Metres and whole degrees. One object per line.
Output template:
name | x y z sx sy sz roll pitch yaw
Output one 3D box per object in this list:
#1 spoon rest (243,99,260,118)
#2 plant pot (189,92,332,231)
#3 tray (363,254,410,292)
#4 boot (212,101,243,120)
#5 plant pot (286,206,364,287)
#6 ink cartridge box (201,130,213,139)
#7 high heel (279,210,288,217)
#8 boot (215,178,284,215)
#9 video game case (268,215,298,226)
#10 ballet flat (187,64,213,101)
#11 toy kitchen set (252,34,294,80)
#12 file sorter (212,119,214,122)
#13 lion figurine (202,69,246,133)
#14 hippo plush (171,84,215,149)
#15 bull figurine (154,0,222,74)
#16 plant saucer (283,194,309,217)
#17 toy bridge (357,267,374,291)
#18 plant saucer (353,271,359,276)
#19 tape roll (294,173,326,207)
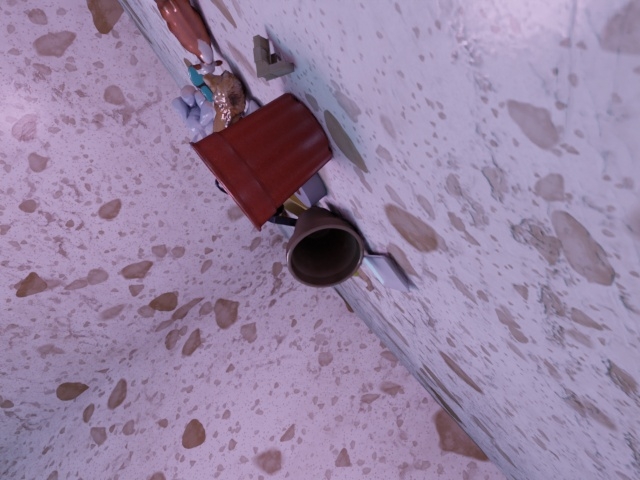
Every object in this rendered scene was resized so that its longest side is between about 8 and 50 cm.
spoon rest | -0.240 -0.393 1.399 0.276 0.084 0.137 -176 86 -83
plant pot | -0.132 -0.208 1.005 0.272 0.265 0.272 50 173 8
tray | 0.212 0.098 1.318 0.145 0.030 0.270 53 173 -3
boot | -0.334 -0.502 1.605 0.176 0.088 0.244 34 163 -4
plant pot | 0.000 0.000 1.422 0.263 0.263 0.229 56 -172 -34
ink cartridge box | -0.542 -0.525 2.357 0.232 0.168 0.171 52 173 0
high heel | -0.256 -0.191 2.709 0.117 0.082 0.244 24 161 -6
boot | -0.280 -0.188 1.608 0.247 0.094 0.207 27 -179 -34
video game case | -0.100 -0.076 1.751 0.249 0.035 0.275 10 -177 -16
ballet flat | -0.549 -0.726 1.852 0.070 0.070 0.188 45 167 42
toy kitchen set | -0.088 -0.382 0.838 0.068 0.075 0.083 -13 -82 -58
file sorter | -0.384 -0.491 1.803 0.170 0.105 0.118 55 172 -23
lion figurine | -0.341 -0.388 1.399 0.240 0.142 0.391 -117 33 -59
hippo plush | -0.595 -0.661 2.108 0.294 0.235 0.236 68 -159 -9
bull figurine | -0.405 -0.640 1.206 0.188 0.101 0.310 52 173 13
plant saucer | -0.185 -0.222 1.707 0.333 0.080 0.333 32 174 -4
toy bridge | 0.191 0.164 1.789 0.188 0.026 0.063 56 169 -32
plant saucer | 0.106 0.098 1.916 0.188 0.045 0.188 53 173 -9
tape roll | -0.074 -0.218 1.363 0.219 0.072 0.219 51 173 9
